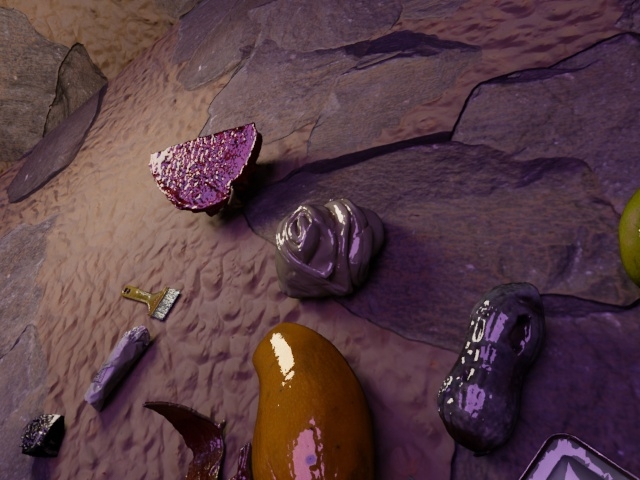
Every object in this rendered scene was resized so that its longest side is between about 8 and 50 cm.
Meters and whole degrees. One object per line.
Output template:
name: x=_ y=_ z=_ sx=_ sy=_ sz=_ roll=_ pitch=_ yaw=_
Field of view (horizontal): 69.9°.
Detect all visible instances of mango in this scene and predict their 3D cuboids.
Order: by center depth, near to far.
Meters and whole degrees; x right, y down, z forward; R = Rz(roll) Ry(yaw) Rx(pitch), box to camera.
mango: x=-0.017 y=0.271 z=0.694 sx=0.186 sy=0.144 sz=0.359 roll=-22 pitch=45 yaw=13

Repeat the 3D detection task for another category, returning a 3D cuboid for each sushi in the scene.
sushi: x=-0.618 y=0.431 z=1.013 sx=0.084 sy=0.056 sz=0.083 roll=-13 pitch=51 yaw=23

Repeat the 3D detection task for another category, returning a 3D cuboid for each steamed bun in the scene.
steamed bun: x=0.001 y=-0.002 z=0.891 sx=0.217 sy=0.144 sz=0.211 roll=-1 pitch=56 yaw=31

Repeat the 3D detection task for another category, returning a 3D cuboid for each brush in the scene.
brush: x=-0.439 y=0.143 z=1.154 sx=0.218 sy=0.010 sz=0.083 roll=9 pitch=62 yaw=37

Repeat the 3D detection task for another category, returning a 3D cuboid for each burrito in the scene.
burrito: x=-0.454 y=0.279 z=1.024 sx=0.064 sy=0.064 sz=0.203 roll=17 pitch=68 yaw=40

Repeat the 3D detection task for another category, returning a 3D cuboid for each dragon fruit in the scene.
dragon fruit: x=-0.272 y=-0.153 z=1.199 sx=0.316 sy=0.152 sz=0.205 roll=-11 pitch=71 yaw=15

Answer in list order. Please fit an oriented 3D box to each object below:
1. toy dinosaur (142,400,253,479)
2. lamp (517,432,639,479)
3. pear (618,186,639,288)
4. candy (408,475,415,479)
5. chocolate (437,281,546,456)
toy dinosaur: x=-0.204 y=0.420 z=0.720 sx=0.206 sy=0.113 sz=0.328 roll=-15 pitch=52 yaw=23
lamp: x=0.300 y=0.384 z=0.470 sx=0.266 sy=0.047 sz=0.269 roll=-49 pitch=46 yaw=-9
pear: x=0.478 y=-0.002 z=0.572 sx=0.187 sy=0.187 sz=0.220 roll=32 pitch=98 yaw=44
candy: x=0.148 y=0.346 z=0.617 sx=0.083 sy=0.023 sz=0.025 roll=21 pitch=85 yaw=48
chocolate: x=0.240 y=0.169 z=0.638 sx=0.110 sy=0.110 sz=0.248 roll=16 pitch=67 yaw=40
